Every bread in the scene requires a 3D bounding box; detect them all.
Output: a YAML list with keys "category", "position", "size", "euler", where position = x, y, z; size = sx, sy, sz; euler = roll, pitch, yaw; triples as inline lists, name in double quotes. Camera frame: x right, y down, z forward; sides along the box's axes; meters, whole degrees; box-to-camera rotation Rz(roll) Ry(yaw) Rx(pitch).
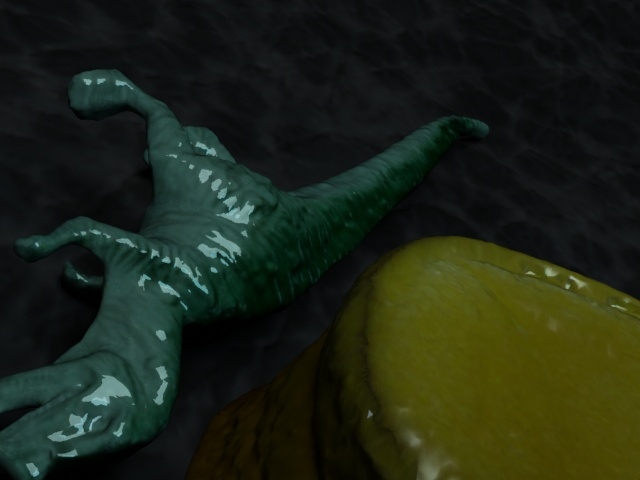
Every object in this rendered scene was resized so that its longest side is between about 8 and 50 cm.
- category: "bread"
  position: [0.088, 0.116, 0.472]
  size: [0.269, 0.143, 0.195]
  euler: [30, 35, -5]

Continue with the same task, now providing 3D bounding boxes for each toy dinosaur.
- category: "toy dinosaur"
  position: [-0.035, -0.034, 0.619]
  size: [0.129, 0.076, 0.383]
  euler: [43, 42, 4]
